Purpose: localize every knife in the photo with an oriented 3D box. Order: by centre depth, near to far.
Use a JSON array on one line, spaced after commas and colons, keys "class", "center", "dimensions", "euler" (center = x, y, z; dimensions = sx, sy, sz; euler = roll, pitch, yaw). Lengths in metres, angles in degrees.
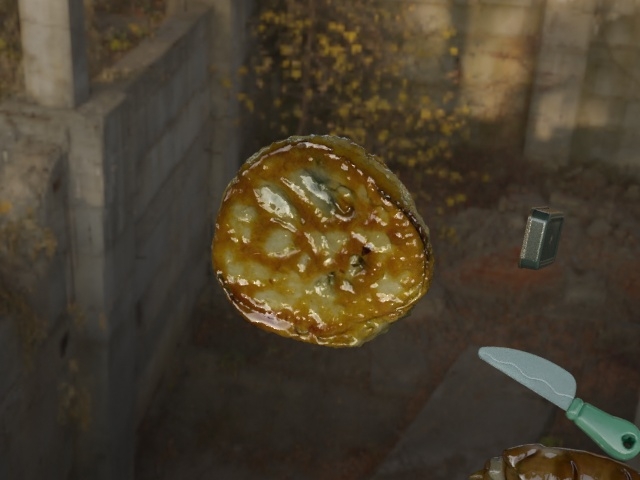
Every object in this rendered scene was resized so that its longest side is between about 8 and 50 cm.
[{"class": "knife", "center": [0.346, 0.218, 1.399], "dimensions": [0.260, 0.034, 0.063], "euler": [37, 77, 14]}]

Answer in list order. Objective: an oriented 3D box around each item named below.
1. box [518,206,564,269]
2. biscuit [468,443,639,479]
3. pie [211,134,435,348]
[{"class": "box", "center": [0.323, -0.003, 1.426], "dimensions": [0.031, 0.091, 0.126], "euler": [15, 8, 23]}, {"class": "biscuit", "center": [0.262, 0.390, 0.945], "dimensions": [0.268, 0.366, 0.115], "euler": [9, -7, -2]}, {"class": "pie", "center": [0.000, 0.000, 1.329], "dimensions": [0.315, 0.315, 0.092], "euler": [8, 21, 12]}]
